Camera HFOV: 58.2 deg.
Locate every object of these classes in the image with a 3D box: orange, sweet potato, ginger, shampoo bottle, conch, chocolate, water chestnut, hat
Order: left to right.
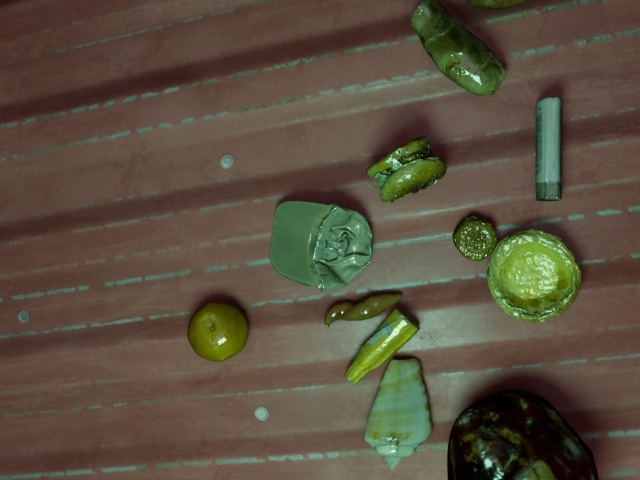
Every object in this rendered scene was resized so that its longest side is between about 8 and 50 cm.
[{"bbox_3d":[-0.256,0.231,1.455,0.155,0.134,0.154,-2,67,5],"label":"orange"},{"bbox_3d":[0.000,0.000,1.430,0.245,0.149,0.214,22,105,47],"label":"hat"},{"bbox_3d":[0.103,0.167,1.410,0.202,0.058,0.055,-15,85,9],"label":"sweet potato"},{"bbox_3d":[0.143,0.263,1.393,0.086,0.086,0.219,41,100,9],"label":"chocolate"},{"bbox_3d":[0.182,0.412,1.358,0.159,0.127,0.254,0,90,12],"label":"conch"},{"bbox_3d":[0.317,-0.441,1.338,0.116,0.109,0.263,-40,82,12],"label":"ginger"},{"bbox_3d":[0.445,0.492,1.234,0.347,0.335,0.334,0,90,-30],"label":"water chestnut"},{"bbox_3d":[0.519,-0.204,1.307,0.056,0.086,0.227,0,89,13],"label":"shampoo bottle"}]

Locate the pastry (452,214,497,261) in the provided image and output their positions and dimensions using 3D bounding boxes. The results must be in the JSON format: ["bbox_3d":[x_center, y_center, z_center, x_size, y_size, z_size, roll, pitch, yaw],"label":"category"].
[{"bbox_3d":[0.363,-0.005,1.358,0.097,0.057,0.109,-11,90,6],"label":"pastry"}]

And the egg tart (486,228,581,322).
[{"bbox_3d":[0.483,0.082,1.314,0.213,0.090,0.212,0,88,10],"label":"egg tart"}]

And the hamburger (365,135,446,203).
[{"bbox_3d":[0.194,-0.155,1.339,0.186,0.177,0.113,-29,91,-17],"label":"hamburger"}]

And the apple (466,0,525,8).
[{"bbox_3d":[0.408,-0.669,1.248,0.278,0.250,0.309,17,91,12],"label":"apple"}]
